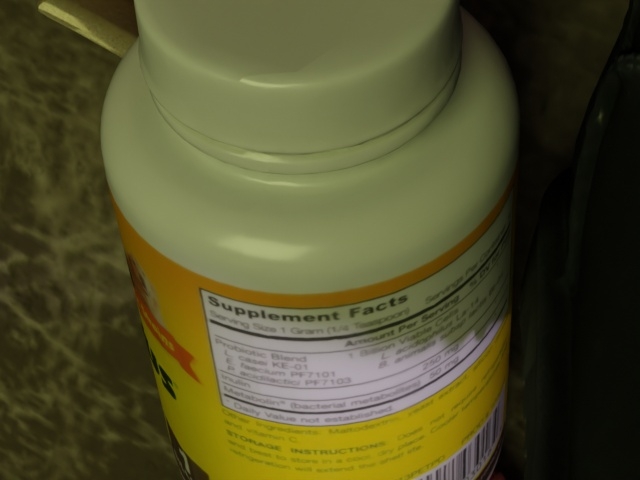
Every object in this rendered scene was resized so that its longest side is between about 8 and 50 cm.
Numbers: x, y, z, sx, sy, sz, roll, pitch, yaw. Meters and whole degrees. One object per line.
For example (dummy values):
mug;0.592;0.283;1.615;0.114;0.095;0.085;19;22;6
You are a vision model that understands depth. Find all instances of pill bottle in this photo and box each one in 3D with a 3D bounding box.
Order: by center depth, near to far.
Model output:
pill bottle;0.000;0.000;0.494;0.117;0.117;0.215;18;144;19

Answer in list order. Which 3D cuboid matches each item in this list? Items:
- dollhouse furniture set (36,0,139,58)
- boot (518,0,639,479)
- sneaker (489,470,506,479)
dollhouse furniture set;-0.079;-0.203;0.436;0.259;0.135;0.262;29;121;-10
boot;0.142;-0.108;0.292;0.146;0.367;0.445;7;117;-9
sneaker;-0.038;0.164;0.648;0.314;0.116;0.136;-23;89;25
